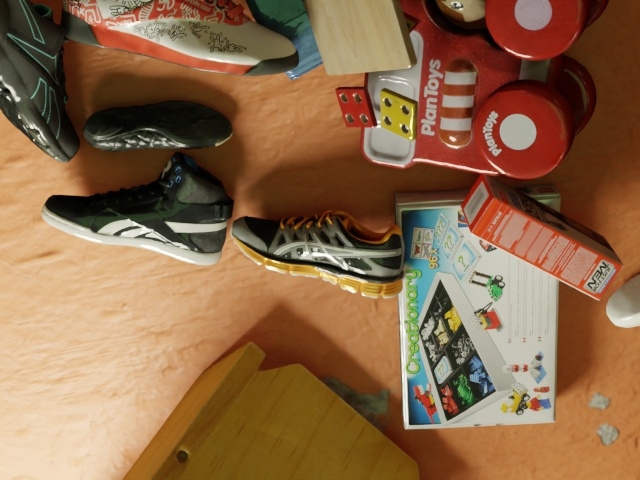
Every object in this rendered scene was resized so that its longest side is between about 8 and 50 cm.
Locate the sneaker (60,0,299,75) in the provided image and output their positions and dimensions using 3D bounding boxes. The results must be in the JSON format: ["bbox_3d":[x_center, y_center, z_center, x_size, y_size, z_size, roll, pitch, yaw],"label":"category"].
[{"bbox_3d":[-0.148,-0.269,1.130,0.270,0.090,0.145,12,112,7],"label":"sneaker"}]

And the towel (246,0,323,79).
[{"bbox_3d":[-0.035,-0.245,1.180,0.067,0.029,0.119,-25,109,11],"label":"towel"}]

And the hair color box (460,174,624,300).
[{"bbox_3d":[0.245,-0.006,1.177,0.167,0.093,0.053,28,108,-11],"label":"hair color box"}]

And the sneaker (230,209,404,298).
[{"bbox_3d":[0.000,0.000,1.240,0.215,0.084,0.083,14,110,5],"label":"sneaker"}]

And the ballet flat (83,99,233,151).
[{"bbox_3d":[-0.189,-0.131,1.228,0.173,0.049,0.057,0,79,-3],"label":"ballet flat"}]

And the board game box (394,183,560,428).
[{"bbox_3d":[0.192,0.085,1.290,0.193,0.053,0.305,-3,111,2],"label":"board game box"}]

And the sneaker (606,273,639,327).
[{"bbox_3d":[0.456,0.072,1.272,0.212,0.080,0.094,-23,121,9],"label":"sneaker"}]

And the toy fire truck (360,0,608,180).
[{"bbox_3d":[0.164,-0.210,1.130,0.254,0.169,0.302,11,116,20],"label":"toy fire truck"}]

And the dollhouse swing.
[{"bbox_3d":[-0.099,0.362,1.404,0.347,0.305,0.315,41,65,-13],"label":"dollhouse swing"}]

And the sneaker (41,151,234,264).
[{"bbox_3d":[-0.209,-0.055,1.239,0.217,0.079,0.121,13,108,-12],"label":"sneaker"}]

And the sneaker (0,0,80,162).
[{"bbox_3d":[-0.309,-0.185,1.136,0.106,0.101,0.267,-45,150,-16],"label":"sneaker"}]

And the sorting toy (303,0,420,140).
[{"bbox_3d":[0.047,-0.239,1.108,0.046,0.132,0.274,-32,113,-34],"label":"sorting toy"}]
